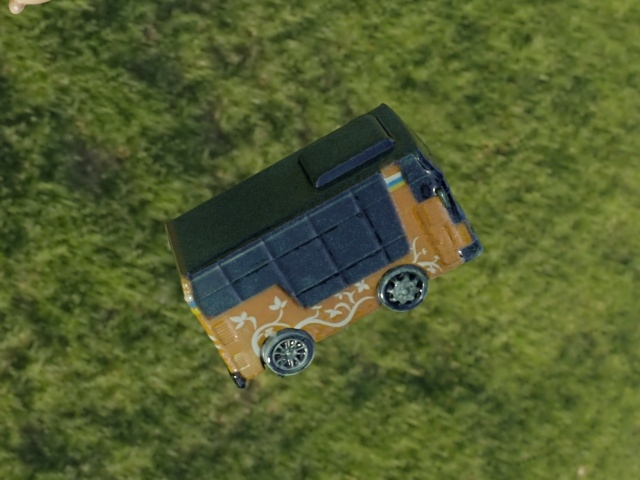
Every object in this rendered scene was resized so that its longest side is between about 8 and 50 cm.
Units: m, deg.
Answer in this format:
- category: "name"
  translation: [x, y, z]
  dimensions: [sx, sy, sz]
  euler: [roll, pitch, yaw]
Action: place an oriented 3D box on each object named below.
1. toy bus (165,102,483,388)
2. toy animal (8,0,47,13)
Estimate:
- category: "toy bus"
  translation: [0.000, 0.000, 1.217]
  dimensions: [0.275, 0.138, 0.167]
  euler: [-28, 121, 1]
- category: "toy animal"
  translation: [-0.225, -0.242, 1.041]
  dimensions: [0.114, 0.082, 0.091]
  euler: [-39, 178, 29]
